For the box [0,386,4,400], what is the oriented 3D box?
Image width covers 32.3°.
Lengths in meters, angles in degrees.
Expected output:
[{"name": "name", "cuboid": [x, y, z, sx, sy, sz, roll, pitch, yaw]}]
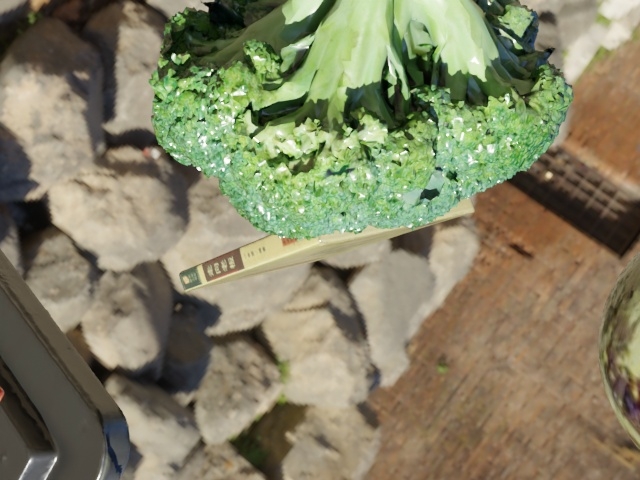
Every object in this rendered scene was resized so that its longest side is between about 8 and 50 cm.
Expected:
[{"name": "box", "cuboid": [-0.239, 0.113, 0.463, 0.035, 0.139, 0.245, -26, -154, 32]}]

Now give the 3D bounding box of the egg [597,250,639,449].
[{"name": "egg", "cuboid": [0.525, 0.129, 1.218, 0.345, 0.428, 0.345, 3, 90, -81]}]

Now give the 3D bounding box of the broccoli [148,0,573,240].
[{"name": "broccoli", "cuboid": [0.029, -0.121, 0.670, 0.270, 0.270, 0.270, -44, 150, -40]}]

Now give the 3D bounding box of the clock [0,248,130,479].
[{"name": "clock", "cuboid": [-0.266, 0.159, 0.785, 0.049, 0.279, 0.273, 12, 114, -49]}]

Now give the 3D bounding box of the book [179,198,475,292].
[{"name": "book", "cuboid": [0.000, 0.000, 0.940, 0.161, 0.026, 0.231, -13, 176, -35]}]
